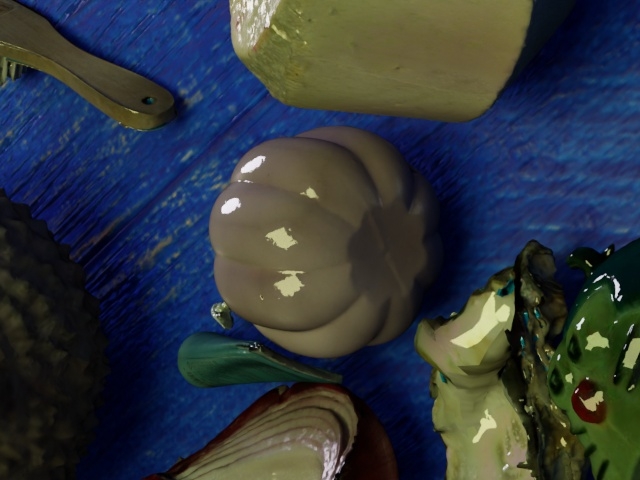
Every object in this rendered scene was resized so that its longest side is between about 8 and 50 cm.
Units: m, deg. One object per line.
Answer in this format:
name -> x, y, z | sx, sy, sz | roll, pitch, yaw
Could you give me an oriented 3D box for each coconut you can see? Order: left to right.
coconut -> 0.066, -0.198, 1.362 | 0.239, 0.244, 0.239 | -174, 90, -70

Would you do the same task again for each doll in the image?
doll -> 0.279, 0.114, 1.247 | 0.322, 0.186, 0.198 | 45, 142, 13

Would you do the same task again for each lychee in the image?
lychee -> -0.382, 0.104, 1.690 | 0.432, 0.380, 0.380 | 13, 104, 60

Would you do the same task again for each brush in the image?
brush -> -0.252, -0.158, 1.748 | 0.327, 0.070, 0.065 | 29, 131, 33

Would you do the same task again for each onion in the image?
onion -> -0.043, 0.228, 1.559 | 0.283, 0.120, 0.227 | 2, 57, 52

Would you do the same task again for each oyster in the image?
oyster -> 0.131, 0.130, 1.413 | 0.198, 0.092, 0.260 | -163, 68, -67

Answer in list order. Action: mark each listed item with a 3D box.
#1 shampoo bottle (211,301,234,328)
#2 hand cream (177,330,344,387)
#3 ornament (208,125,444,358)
shampoo bottle -> -0.053, 0.004, 1.604 | 0.077, 0.045, 0.152 | 45, 122, 27
hand cream -> -0.062, 0.097, 1.570 | 0.224, 0.083, 0.048 | -5, 65, 64
ornament -> 0.000, -0.001, 1.476 | 0.177, 0.177, 0.178 | 5, 99, 40
